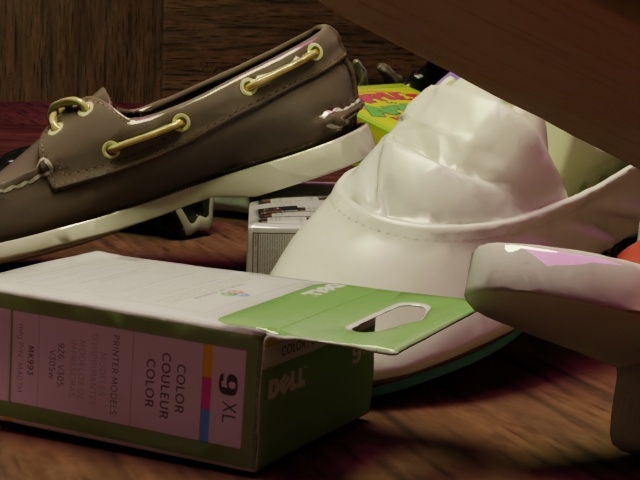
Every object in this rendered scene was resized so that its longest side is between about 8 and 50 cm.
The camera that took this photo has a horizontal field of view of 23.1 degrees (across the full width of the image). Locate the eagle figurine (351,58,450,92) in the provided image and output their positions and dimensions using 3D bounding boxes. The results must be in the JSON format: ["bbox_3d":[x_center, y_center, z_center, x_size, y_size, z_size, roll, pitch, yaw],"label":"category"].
[{"bbox_3d":[0.167,-0.123,1.498,0.298,0.226,0.225,-7,-9,-21],"label":"eagle figurine"}]

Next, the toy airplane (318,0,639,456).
[{"bbox_3d":[0.221,-0.026,0.539,0.384,0.272,0.386,18,-2,27],"label":"toy airplane"}]

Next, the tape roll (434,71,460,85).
[{"bbox_3d":[0.174,-0.086,1.278,0.189,0.080,0.189,-18,34,12],"label":"tape roll"}]

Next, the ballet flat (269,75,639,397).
[{"bbox_3d":[0.113,-0.043,0.854,0.400,0.139,0.139,-22,23,-41],"label":"ballet flat"}]

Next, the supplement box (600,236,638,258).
[{"bbox_3d":[0.209,0.002,1.037,0.240,0.073,0.130,3,8,-1],"label":"supplement box"}]

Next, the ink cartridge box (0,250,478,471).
[{"bbox_3d":[-0.043,0.051,0.679,0.209,0.062,0.109,7,10,26],"label":"ink cartridge box"}]

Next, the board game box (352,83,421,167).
[{"bbox_3d":[0.071,-0.075,1.183,0.092,0.043,0.181,-7,23,-30],"label":"board game box"}]

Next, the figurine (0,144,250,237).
[{"bbox_3d":[-0.152,-0.059,1.343,0.209,0.092,0.215,2,7,30],"label":"figurine"}]

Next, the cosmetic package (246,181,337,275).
[{"bbox_3d":[0.000,0.000,1.041,0.099,0.060,0.239,3,8,-3],"label":"cosmetic package"}]

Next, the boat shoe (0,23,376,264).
[{"bbox_3d":[-0.128,-0.058,1.049,0.324,0.096,0.116,-16,9,-5],"label":"boat shoe"}]
